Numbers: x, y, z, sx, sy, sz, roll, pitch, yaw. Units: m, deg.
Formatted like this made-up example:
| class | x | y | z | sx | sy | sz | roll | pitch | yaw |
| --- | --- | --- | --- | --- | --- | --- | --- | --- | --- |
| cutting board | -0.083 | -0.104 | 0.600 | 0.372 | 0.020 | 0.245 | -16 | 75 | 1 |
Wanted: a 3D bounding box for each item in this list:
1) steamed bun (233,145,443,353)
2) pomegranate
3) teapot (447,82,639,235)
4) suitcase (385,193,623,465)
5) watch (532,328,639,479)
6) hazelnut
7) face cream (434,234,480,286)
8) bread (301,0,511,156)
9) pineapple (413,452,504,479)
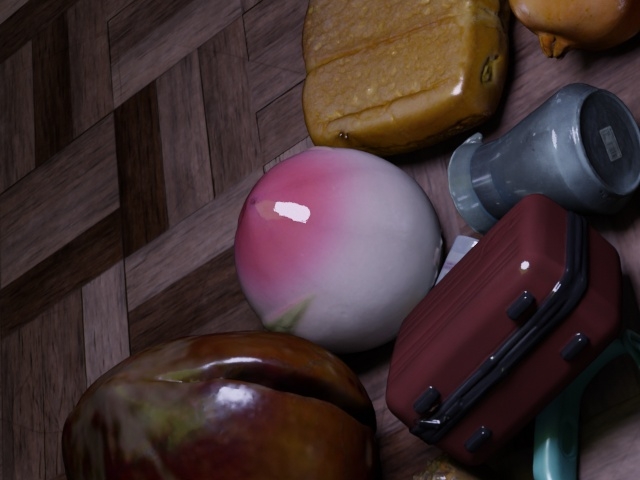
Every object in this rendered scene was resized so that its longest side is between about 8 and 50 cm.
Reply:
| class | x | y | z | sx | sy | sz | roll | pitch | yaw |
| --- | --- | --- | --- | --- | --- | --- | --- | --- | --- |
| steamed bun | 0.000 | 0.000 | 2.093 | 0.309 | 0.309 | 0.309 | -22 | 55 | 36 |
| pomegranate | 0.348 | -0.343 | 1.999 | 0.209 | 0.209 | 0.209 | -22 | 55 | 36 |
| teapot | 0.291 | -0.079 | 1.955 | 0.225 | 0.171 | 0.203 | -21 | 86 | 45 |
| suitcase | 0.222 | 0.106 | 1.841 | 0.297 | 0.161 | 0.236 | -49 | 10 | 27 |
| watch | 0.343 | 0.224 | 1.795 | 0.195 | 0.068 | 0.237 | -12 | 62 | 40 |
| hazelnut | -0.129 | 0.316 | 2.012 | 0.429 | 0.402 | 0.402 | -14 | 60 | 35 |
| face cream | 0.176 | 0.094 | 2.038 | 0.084 | 0.057 | 0.198 | 13 | 78 | 48 |
| bread | 0.132 | -0.272 | 2.215 | 0.337 | 0.148 | 0.328 | -17 | 62 | 36 |
| pineapple | 0.127 | 0.376 | 1.899 | 0.248 | 0.128 | 0.128 | -50 | 43 | 20 |
